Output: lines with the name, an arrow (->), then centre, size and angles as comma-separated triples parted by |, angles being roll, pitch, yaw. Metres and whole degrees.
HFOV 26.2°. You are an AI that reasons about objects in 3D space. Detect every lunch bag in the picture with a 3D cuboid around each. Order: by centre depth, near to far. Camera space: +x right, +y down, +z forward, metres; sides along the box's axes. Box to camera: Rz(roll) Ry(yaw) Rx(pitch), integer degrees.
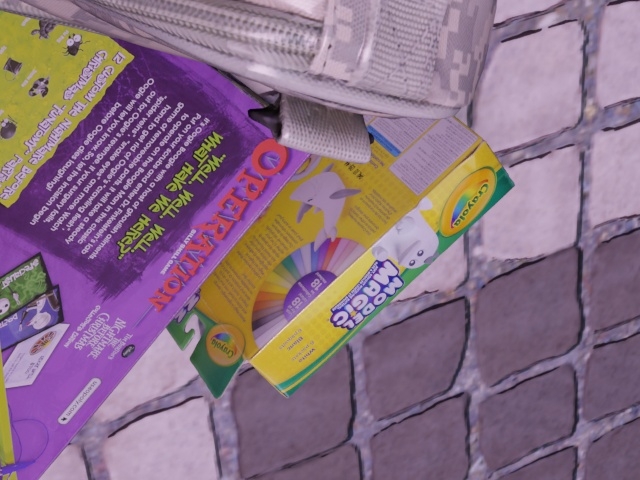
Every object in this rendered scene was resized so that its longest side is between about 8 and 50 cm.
lunch bag -> -0.010, -0.199, 0.442 | 0.212, 0.256, 0.305 | 10, 102, -37

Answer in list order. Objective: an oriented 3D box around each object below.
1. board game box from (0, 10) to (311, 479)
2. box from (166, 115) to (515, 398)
board game box -> -0.183, 0.030, 0.649 | 0.208, 0.056, 0.347 | 37, 97, -36
box -> 0.000, 0.000, 0.698 | 0.179, 0.105, 0.043 | -41, 130, -1
